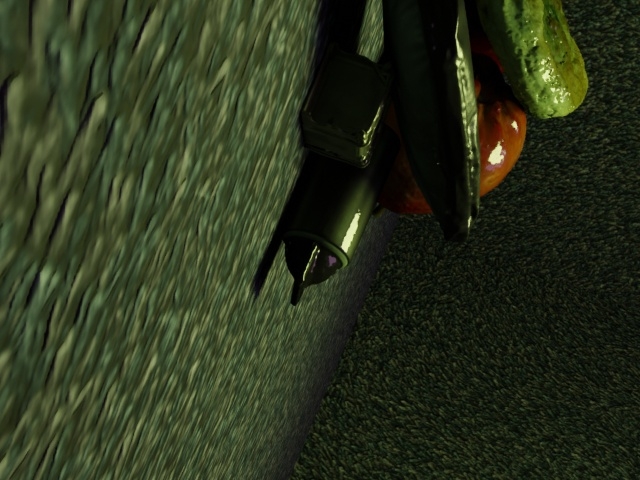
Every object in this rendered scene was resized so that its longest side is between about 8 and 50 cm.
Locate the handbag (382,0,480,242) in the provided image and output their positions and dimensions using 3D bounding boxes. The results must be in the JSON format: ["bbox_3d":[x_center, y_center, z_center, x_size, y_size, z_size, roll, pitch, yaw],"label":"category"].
[{"bbox_3d":[0.105,-0.147,0.859,0.332,0.075,0.191,75,3,-56],"label":"handbag"}]

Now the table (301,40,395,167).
[{"bbox_3d":[0.025,-0.119,0.805,0.083,0.062,0.079,80,30,-77],"label":"table"}]

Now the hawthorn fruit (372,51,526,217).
[{"bbox_3d":[0.145,-0.132,1.240,0.261,0.224,0.224,-49,-172,37],"label":"hawthorn fruit"}]

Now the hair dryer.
[{"bbox_3d":[0.000,0.000,0.987,0.248,0.078,0.195,110,4,-69],"label":"hair dryer"}]

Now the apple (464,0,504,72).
[{"bbox_3d":[0.238,-0.414,1.479,0.329,0.295,0.365,-24,-152,41],"label":"apple"}]

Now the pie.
[{"bbox_3d":[0.287,-0.286,1.210,0.277,0.079,0.276,28,55,-50],"label":"pie"}]
